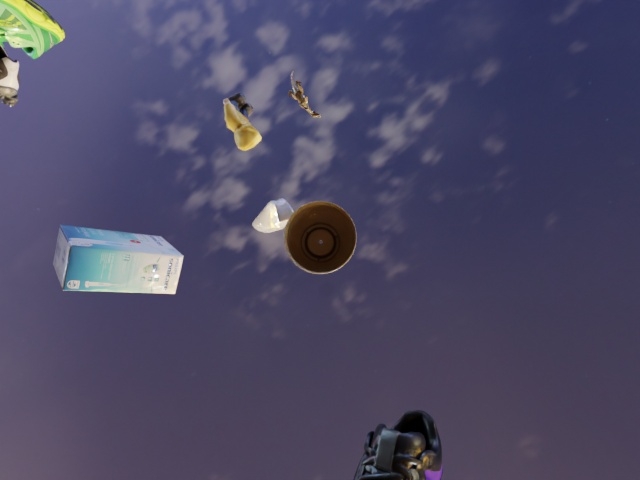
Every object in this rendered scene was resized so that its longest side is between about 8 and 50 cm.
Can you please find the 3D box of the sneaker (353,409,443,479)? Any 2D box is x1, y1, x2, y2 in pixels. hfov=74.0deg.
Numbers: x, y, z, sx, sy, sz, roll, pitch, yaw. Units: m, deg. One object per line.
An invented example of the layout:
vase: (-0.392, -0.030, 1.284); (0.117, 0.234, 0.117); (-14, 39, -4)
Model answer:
sneaker: (0.068, 0.293, 0.488); (0.102, 0.293, 0.146); (9, -76, 29)

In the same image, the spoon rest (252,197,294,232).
spoon rest: (-0.147, -0.081, 1.390); (0.137, 0.276, 0.084); (-16, -91, -20)

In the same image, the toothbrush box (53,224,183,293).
toothbrush box: (-0.582, 0.056, 1.226); (0.216, 0.295, 0.126); (25, -78, 50)

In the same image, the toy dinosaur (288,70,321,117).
toy dinosaur: (-0.068, -0.448, 1.303); (0.053, 0.092, 0.183); (-32, -97, 8)

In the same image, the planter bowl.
planter bowl: (0.000, 0.000, 0.987); (0.161, 0.109, 0.162); (0, -98, 1)

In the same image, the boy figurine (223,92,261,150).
boy figurine: (-0.270, -0.406, 1.457); (0.092, 0.177, 0.285); (-32, -139, 8)

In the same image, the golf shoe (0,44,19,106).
golf shoe: (-0.607, -0.327, 0.763); (0.198, 0.077, 0.094); (35, -73, 10)

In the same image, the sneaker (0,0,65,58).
sneaker: (-0.616, -0.424, 0.796); (0.109, 0.295, 0.124); (41, -84, 8)
